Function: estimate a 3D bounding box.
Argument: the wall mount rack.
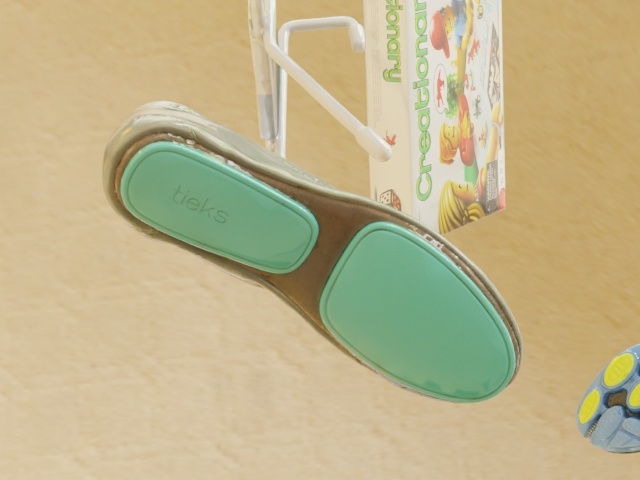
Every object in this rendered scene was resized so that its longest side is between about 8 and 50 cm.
[{"bbox_3d":[-0.001,-0.152,1.709,0.130,0.350,0.304,-2,61,1],"label":"wall mount rack"}]

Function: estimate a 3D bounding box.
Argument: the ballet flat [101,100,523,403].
[{"bbox_3d":[0.000,0.000,0.796,0.213,0.068,0.072,30,107,-14],"label":"ballet flat"}]

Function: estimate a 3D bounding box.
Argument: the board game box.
[{"bbox_3d":[0.112,-0.161,1.701,0.053,0.193,0.305,6,106,33],"label":"board game box"}]

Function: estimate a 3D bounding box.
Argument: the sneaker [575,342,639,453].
[{"bbox_3d":[0.248,0.081,1.102,0.188,0.078,0.067,-32,61,-6],"label":"sneaker"}]
